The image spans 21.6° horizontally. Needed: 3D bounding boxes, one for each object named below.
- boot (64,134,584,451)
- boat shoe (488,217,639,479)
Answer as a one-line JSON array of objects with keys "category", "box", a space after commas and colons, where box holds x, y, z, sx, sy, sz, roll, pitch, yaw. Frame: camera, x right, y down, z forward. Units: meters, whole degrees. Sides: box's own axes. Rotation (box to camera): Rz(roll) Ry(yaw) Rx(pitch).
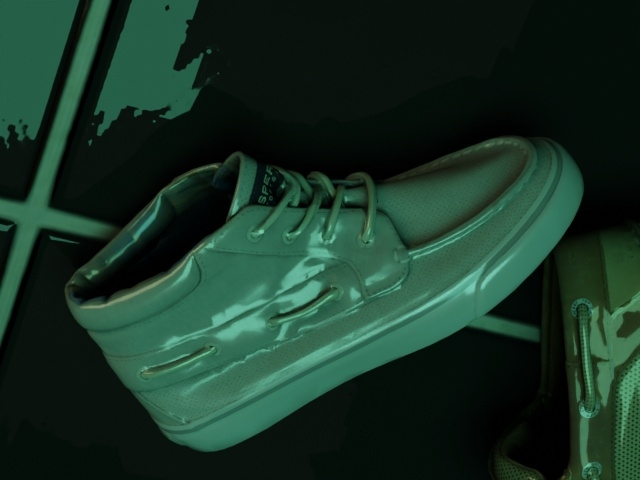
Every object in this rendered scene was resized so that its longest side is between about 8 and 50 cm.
[{"category": "boot", "box": [0.000, 0.000, 0.844, 0.258, 0.095, 0.123, -34, 125, 5]}, {"category": "boat shoe", "box": [0.149, 0.135, 0.943, 0.116, 0.123, 0.324, 4, 108, -8]}]
